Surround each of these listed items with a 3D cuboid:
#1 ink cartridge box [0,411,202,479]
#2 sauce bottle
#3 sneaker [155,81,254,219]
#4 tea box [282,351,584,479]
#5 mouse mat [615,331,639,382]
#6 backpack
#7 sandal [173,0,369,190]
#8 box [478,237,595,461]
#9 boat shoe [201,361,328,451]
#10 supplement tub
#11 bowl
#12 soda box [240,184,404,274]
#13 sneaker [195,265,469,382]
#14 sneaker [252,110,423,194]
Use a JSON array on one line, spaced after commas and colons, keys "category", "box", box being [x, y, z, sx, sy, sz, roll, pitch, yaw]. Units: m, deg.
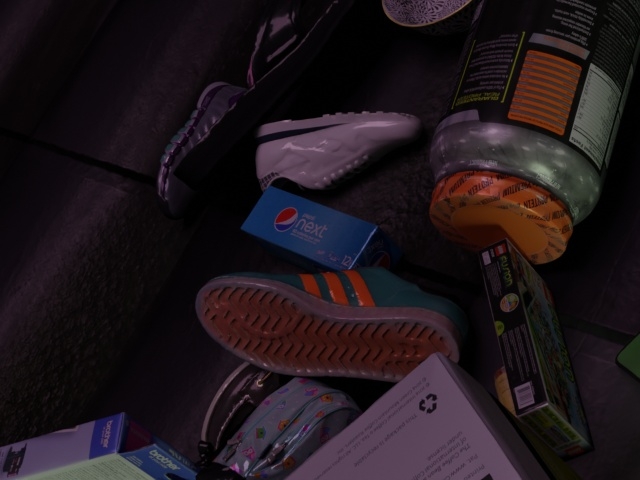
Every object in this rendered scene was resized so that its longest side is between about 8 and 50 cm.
[{"category": "ink cartridge box", "box": [-0.258, 0.286, 1.573, 0.311, 0.186, 0.065, -17, 49, 29]}, {"category": "sauce bottle", "box": [0.210, 0.187, 1.378, 0.042, 0.042, 0.128, -28, 48, 20]}, {"category": "sneaker", "box": [-0.149, -0.128, 1.870, 0.098, 0.083, 0.224, 5, 63, 36]}, {"category": "tea box", "box": [0.098, 0.328, 1.153, 0.329, 0.323, 0.220, -40, 44, 7]}, {"category": "mouse mat", "box": [0.360, 0.085, 1.284, 0.152, 0.007, 0.190, -45, 10, 3]}, {"category": "backpack", "box": [-0.032, 0.237, 1.474, 0.115, 0.152, 0.182, 28, 67, 41]}, {"category": "sandal", "box": [-0.054, -0.261, 1.792, 0.446, 0.107, 0.167, -48, 2, -11]}, {"category": "box", "box": [0.218, 0.109, 1.373, 0.036, 0.114, 0.207, -27, 47, 21]}, {"category": "boat shoe", "box": [-0.047, 0.167, 1.567, 0.228, 0.081, 0.068, -50, 39, -7]}, {"category": "supplement tub", "box": [0.235, -0.145, 1.488, 0.193, 0.193, 0.316, 1, 60, 39]}, {"category": "bowl", "box": [0.172, -0.324, 1.753, 0.170, 0.080, 0.170, -21, 49, 27]}, {"category": "soda box", "box": [0.000, 0.000, 1.663, 0.210, 0.067, 0.071, 22, 75, 45]}, {"category": "sneaker", "box": [0.016, 0.084, 1.505, 0.302, 0.108, 0.121, 10, 25, 11]}, {"category": "sneaker", "box": [0.025, -0.112, 1.727, 0.235, 0.090, 0.095, -8, 82, 27]}]
